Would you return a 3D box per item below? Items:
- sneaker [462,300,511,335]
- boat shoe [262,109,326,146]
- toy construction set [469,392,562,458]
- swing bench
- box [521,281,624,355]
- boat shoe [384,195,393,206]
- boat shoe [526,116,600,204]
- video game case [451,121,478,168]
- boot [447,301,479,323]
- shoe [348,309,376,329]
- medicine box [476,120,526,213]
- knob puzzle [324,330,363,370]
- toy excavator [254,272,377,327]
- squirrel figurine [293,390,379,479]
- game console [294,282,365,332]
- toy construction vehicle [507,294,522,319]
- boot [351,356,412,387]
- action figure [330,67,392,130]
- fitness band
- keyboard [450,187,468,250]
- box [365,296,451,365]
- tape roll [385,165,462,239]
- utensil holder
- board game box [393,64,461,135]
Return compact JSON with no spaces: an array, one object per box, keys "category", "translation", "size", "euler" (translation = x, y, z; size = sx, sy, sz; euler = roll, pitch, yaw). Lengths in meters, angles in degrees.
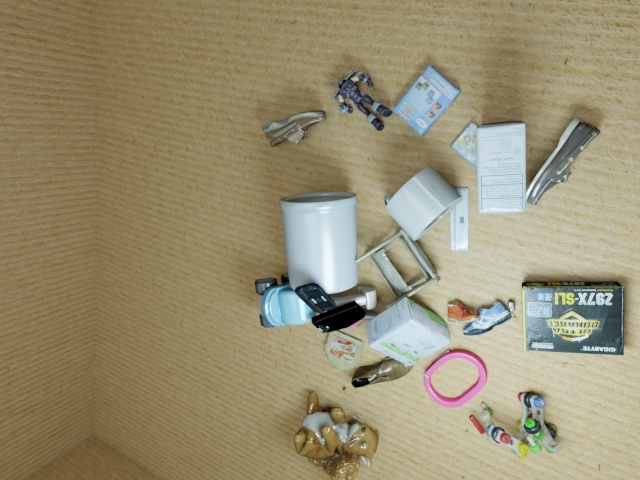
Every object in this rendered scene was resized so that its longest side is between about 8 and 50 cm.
[{"category":"sneaker","translation":[0.663,0.321,1.756],"size":[0.211,0.080,0.081],"euler":[-39,56,31]},{"category":"boat shoe","translation":[-0.108,-0.496,1.939],"size":[0.324,0.123,0.116],"euler":[-8,105,35]},{"category":"toy construction set","translation":[0.785,0.771,1.724],"size":[0.309,0.257,0.237],"euler":[-27,101,49]},{"category":"swing bench","translation":[0.333,0.108,1.820],"size":[0.255,0.165,0.253],"euler":[-35,84,23]},{"category":"box","translation":[0.915,0.281,1.593],"size":[0.322,0.079,0.257],"euler":[-2,99,22]},{"category":"boat shoe","translation":[0.323,-0.125,1.839],"size":[0.142,0.049,0.040],"euler":[55,152,4]},{"category":"boat shoe","translation":[0.829,-0.257,1.511],"size":[0.097,0.116,0.324],"euler":[34,109,20]},{"category":"video game case","translation":[0.601,-0.353,1.659],"size":[0.166,0.015,0.119],"euler":[44,116,12]},{"category":"boot","translation":[0.573,0.291,1.765],"size":[0.158,0.059,0.084],"euler":[-8,87,62]},{"category":"shoe","translation":[0.179,0.367,2.012],"size":[0.178,0.063,0.081],"euler":[0,103,32]},{"category":"medicine box","translation":[0.627,-0.260,1.510],"size":[0.149,0.263,0.289],"euler":[0,105,23]},{"category":"knob puzzle","translation":[0.110,0.538,2.101],"size":[0.213,0.030,0.213],"euler":[6,104,25]},{"category":"toy excavator","translation":[-0.026,0.280,1.983],"size":[0.445,0.433,0.222],"euler":[9,107,54]},{"category":"squirrel figurine","translation":[0.099,0.983,2.113],"size":[0.371,0.281,0.397],"euler":[3,117,16]},{"category":"game console","translation":[0.032,0.273,1.802],"size":[0.213,0.361,0.044],"euler":[-24,46,16]},{"category":"toy construction vehicle","translation":[0.779,0.259,1.700],"size":[0.086,0.035,0.098],"euler":[-17,96,18]},{"category":"boot","translation":[0.276,0.614,1.987],"size":[0.305,0.115,0.112],"euler":[-26,87,28]},{"category":"action figure","translation":[0.162,-0.579,1.791],"size":[0.285,0.099,0.185],"euler":[47,125,14]},{"category":"fitness band","translation":[0.574,0.590,1.864],"size":[0.209,0.054,0.291],"euler":[43,118,12]},{"category":"keyboard","translation":[0.557,-0.083,1.746],"size":[0.072,0.014,0.256],"euler":[1,102,22]},{"category":"box","translation":[0.364,0.385,1.804],"size":[0.262,0.126,0.231],"euler":[31,123,-29]},{"category":"tape roll","translation":[0.395,-0.141,1.676],"size":[0.169,0.246,0.246],"euler":[49,118,14]},{"category":"utensil holder","translation":[0.000,0.000,1.873],"size":[0.328,0.327,0.385],"euler":[4,106,26]},{"category":"board game box","translation":[0.412,-0.544,1.699],"size":[0.160,0.039,0.211],"euler":[47,117,11]}]
